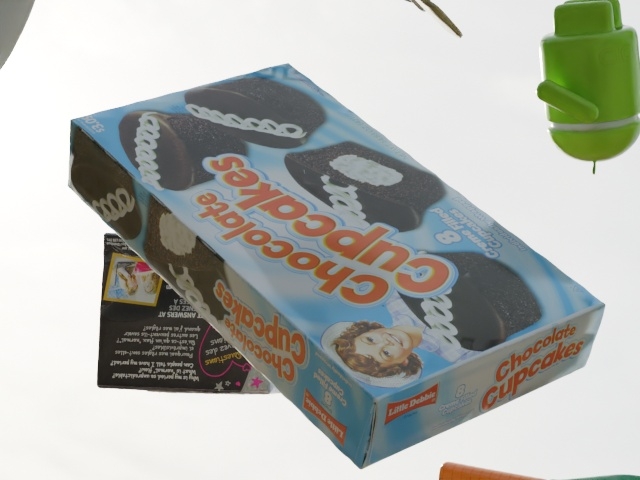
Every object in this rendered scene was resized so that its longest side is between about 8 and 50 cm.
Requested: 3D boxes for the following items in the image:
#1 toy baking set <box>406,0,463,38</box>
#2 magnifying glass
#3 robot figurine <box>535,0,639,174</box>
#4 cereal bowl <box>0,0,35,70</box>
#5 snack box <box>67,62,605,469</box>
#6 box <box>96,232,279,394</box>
[{"bbox_3d":[0.021,-0.273,1.304,0.256,0.030,0.197,41,1,27],"label":"toy baking set"},{"bbox_3d":[0.187,0.188,1.110,0.231,0.026,0.092,2,-32,38],"label":"magnifying glass"},{"bbox_3d":[0.185,-0.106,1.043,0.067,0.115,0.101,-2,14,22],"label":"robot figurine"},{"bbox_3d":[-0.386,-0.219,1.229,0.141,0.339,0.339,32,-19,22],"label":"cereal bowl"},{"bbox_3d":[0.000,0.000,0.980,0.322,0.187,0.060,40,-45,36],"label":"snack box"},{"bbox_3d":[-0.088,0.072,1.420,0.163,0.142,0.247,1,-3,12],"label":"box"}]
